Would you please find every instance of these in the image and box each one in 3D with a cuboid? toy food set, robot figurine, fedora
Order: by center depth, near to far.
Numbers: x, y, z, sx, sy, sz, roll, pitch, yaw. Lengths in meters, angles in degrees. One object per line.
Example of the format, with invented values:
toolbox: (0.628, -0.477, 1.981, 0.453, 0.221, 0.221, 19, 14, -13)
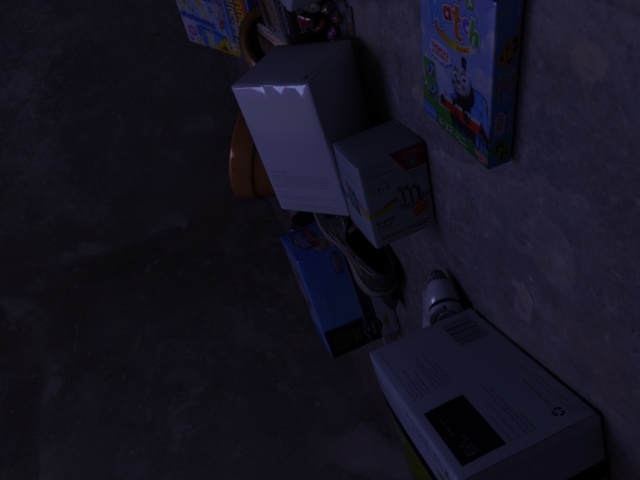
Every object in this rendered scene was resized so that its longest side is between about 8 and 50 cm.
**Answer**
toy food set: (0.002, -0.412, 1.044, 0.122, 0.019, 0.078, 16, 145, 23)
fedora: (-0.104, -0.490, 1.380, 0.194, 0.194, 0.079, 69, -160, -9)
robot figurine: (0.003, -0.001, 1.887, 0.173, 0.209, 0.278, 104, 148, -42)

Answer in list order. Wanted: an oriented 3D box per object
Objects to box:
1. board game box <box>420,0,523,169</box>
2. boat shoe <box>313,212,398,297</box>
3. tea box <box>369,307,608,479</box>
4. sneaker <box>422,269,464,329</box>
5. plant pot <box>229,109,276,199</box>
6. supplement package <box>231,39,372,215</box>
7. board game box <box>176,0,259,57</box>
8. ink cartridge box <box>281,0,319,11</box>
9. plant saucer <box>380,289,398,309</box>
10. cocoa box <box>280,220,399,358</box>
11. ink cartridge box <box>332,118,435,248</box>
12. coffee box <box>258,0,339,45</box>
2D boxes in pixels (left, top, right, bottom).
board game box: (0.174, -0.214, 0.670, 0.211, 0.039, 0.160, 77, 168, -45)
boat shoe: (0.097, -0.026, 1.441, 0.355, 0.132, 0.130, 55, 158, 19)
tea box: (0.271, 0.349, 0.919, 0.329, 0.220, 0.323, -129, 19, -64)
sneaker: (0.242, 0.156, 1.122, 0.235, 0.090, 0.094, 84, 175, -51)
plant pot: (-0.103, -0.242, 1.539, 0.291, 0.204, 0.290, 12, -90, -81)
supplement package: (-0.014, -0.220, 1.111, 0.178, 0.175, 0.293, 8, 136, 31)
board game box: (-0.300, -0.714, 1.672, 0.302, 0.086, 0.308, 25, 152, 24)
ink cartridge box: (-0.032, -0.529, 0.885, 0.273, 0.114, 0.197, 150, 97, -81)
plant saucer: (0.175, 0.129, 1.494, 0.119, 0.021, 0.119, 47, -158, -25)
cocoa box: (0.055, 0.126, 1.670, 0.231, 0.228, 0.347, -131, 20, -65)
ink cartridge box: (0.117, -0.102, 1.018, 0.127, 0.128, 0.176, -124, 13, -53)
coffee box: (-0.059, -0.505, 1.173, 0.246, 0.098, 0.141, -124, 13, -53)
